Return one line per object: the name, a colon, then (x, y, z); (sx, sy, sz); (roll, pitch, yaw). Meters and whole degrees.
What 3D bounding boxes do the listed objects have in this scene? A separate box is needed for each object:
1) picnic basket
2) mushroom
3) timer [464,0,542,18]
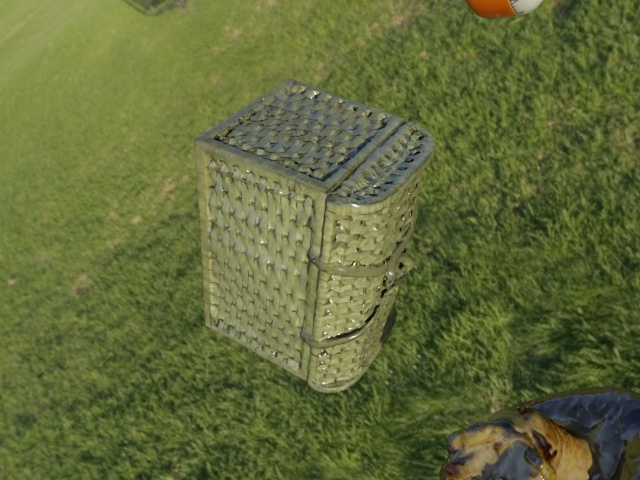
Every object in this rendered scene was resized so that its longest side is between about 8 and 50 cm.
picnic basket: (0.000, 0.000, 0.502); (0.154, 0.196, 0.134); (22, 41, 21)
mushroom: (0.326, 0.314, 0.870); (0.334, 0.356, 0.331); (-50, 3, -39)
timer: (0.215, -0.340, 0.781); (0.136, 0.136, 0.099); (-8, 42, 35)
